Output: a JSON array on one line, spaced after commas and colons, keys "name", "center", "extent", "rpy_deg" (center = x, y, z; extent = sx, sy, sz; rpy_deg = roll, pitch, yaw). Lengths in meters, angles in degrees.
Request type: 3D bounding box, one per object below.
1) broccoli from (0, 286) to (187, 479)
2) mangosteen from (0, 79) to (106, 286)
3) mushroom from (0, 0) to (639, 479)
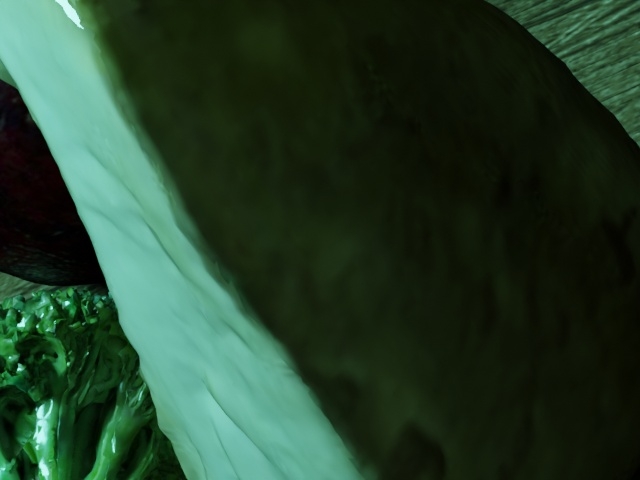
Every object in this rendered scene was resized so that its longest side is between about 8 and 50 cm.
[{"name": "broccoli", "center": [-0.152, 0.137, 1.014], "extent": [0.219, 0.194, 0.194], "rpy_deg": [-60, 6, 43]}, {"name": "mangosteen", "center": [-0.194, -0.137, 1.285], "extent": [0.306, 0.359, 0.306], "rpy_deg": [-50, -6, -8]}, {"name": "mushroom", "center": [0.022, -0.038, 0.871], "extent": [0.313, 0.397, 0.224], "rpy_deg": [-42, 32, -22]}]
